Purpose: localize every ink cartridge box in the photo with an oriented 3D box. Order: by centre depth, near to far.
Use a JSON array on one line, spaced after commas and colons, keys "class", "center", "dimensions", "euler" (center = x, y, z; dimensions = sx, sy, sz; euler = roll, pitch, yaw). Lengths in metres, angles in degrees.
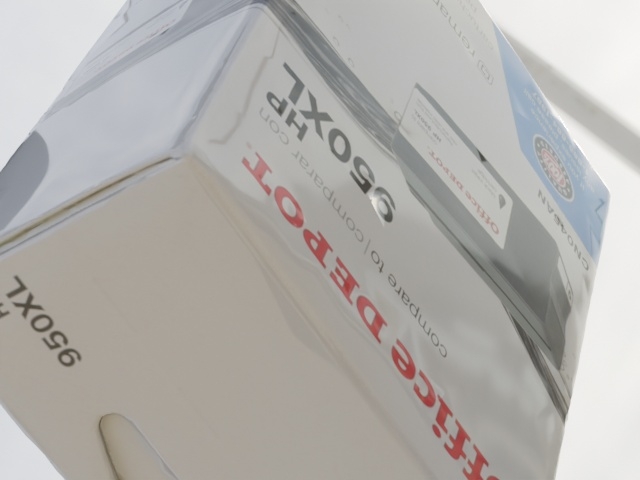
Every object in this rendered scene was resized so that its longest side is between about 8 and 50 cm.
[{"class": "ink cartridge box", "center": [0.000, 0.000, 1.048], "dimensions": [0.166, 0.285, 0.395], "euler": [-27, 21, 27]}]
